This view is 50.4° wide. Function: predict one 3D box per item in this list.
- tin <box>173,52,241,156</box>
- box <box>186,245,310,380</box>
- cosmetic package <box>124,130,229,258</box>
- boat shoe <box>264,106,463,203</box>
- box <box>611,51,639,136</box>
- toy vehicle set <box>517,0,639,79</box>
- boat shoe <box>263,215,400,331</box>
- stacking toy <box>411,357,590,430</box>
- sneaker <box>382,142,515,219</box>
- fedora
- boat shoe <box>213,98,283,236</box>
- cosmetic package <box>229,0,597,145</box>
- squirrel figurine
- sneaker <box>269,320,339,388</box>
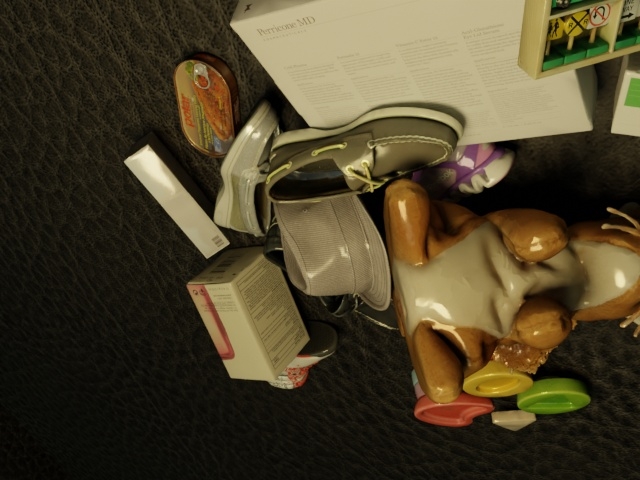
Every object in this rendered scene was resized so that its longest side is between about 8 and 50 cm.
[{"bbox_3d":[-0.188,-0.226,1.147,0.106,0.040,0.190,14,137,12],"label":"tin"},{"bbox_3d":[-0.141,0.146,1.374,0.126,0.148,0.232,-5,116,36],"label":"box"},{"bbox_3d":[-0.265,-0.084,1.278,0.060,0.099,0.239,-33,114,8],"label":"cosmetic package"},{"bbox_3d":[0.049,-0.107,0.933,0.305,0.091,0.109,-5,148,37],"label":"boat shoe"},{"bbox_3d":[0.402,-0.180,0.794,0.101,0.102,0.087,12,138,19],"label":"box"},{"bbox_3d":[0.328,-0.271,0.669,0.266,0.035,0.166,-18,134,-10],"label":"toy vehicle set"},{"bbox_3d":[0.034,0.082,1.265,0.340,0.113,0.127,42,138,-13],"label":"boat shoe"},{"bbox_3d":[0.339,0.259,1.309,0.279,0.130,0.309,14,147,-21],"label":"stacking toy"},{"bbox_3d":[0.173,-0.099,1.027,0.104,0.095,0.236,47,132,-9],"label":"sneaker"},{"bbox_3d":[0.000,0.000,1.086,0.124,0.275,0.244,-18,143,-11],"label":"fedora"},{"bbox_3d":[-0.110,-0.113,1.161,0.103,0.118,0.320,24,143,-1],"label":"boat shoe"},{"bbox_3d":[0.121,-0.236,0.849,0.377,0.097,0.284,-2,151,32],"label":"cosmetic package"},{"bbox_3d":[0.294,0.059,0.980,0.370,0.281,0.397,-12,167,0],"label":"squirrel figurine"},{"bbox_3d":[-0.045,0.260,1.519,0.270,0.090,0.145,-14,136,31],"label":"sneaker"}]
